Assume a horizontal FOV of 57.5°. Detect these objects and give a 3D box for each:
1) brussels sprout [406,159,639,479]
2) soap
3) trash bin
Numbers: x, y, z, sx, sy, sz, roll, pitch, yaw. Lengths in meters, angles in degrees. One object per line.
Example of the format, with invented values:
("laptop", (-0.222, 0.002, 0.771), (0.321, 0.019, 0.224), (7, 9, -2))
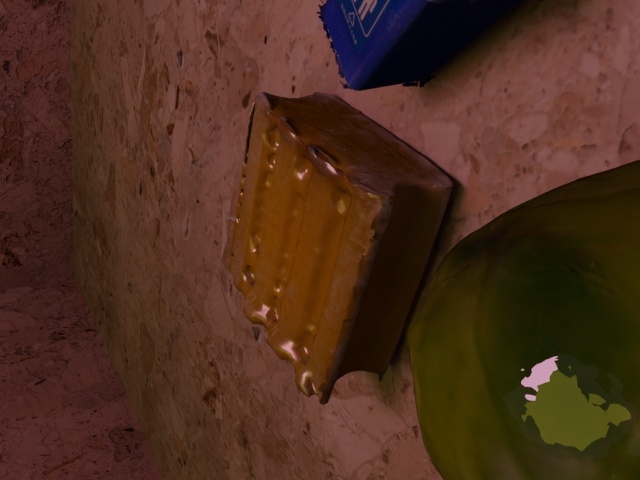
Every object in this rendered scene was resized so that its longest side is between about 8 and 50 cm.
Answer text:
("brussels sprout", (0.217, 0.086, 0.410), (0.268, 0.344, 0.344), (60, 144, 8))
("soap", (0.000, 0.000, 0.808), (0.293, 0.156, 0.335), (46, 136, 42))
("trash bin", (0.109, -0.257, 0.570), (0.234, 0.184, 0.162), (-40, 67, 65))
